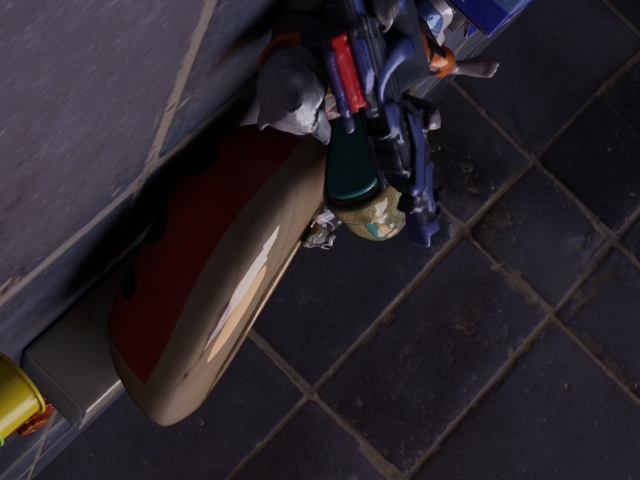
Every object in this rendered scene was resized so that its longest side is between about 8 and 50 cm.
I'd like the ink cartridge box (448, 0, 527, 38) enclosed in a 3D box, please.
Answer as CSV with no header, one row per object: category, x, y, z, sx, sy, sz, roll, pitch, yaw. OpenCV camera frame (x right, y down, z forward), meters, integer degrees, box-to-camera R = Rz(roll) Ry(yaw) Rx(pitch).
ink cartridge box,0.313,-0.459,1.741,0.395,0.151,0.270,-45,178,40

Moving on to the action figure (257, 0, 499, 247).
action figure,0.054,-0.173,1.305,0.179,0.341,0.330,8,-152,39

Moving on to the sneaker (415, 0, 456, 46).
sneaker,0.161,-0.344,2.057,0.081,0.080,0.211,-38,166,-14

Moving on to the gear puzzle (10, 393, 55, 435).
gear puzzle,-0.384,0.240,1.854,0.339,0.044,0.175,-25,167,-33

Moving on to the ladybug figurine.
ladybug figurine,-0.134,0.026,1.543,0.449,0.162,0.305,-59,178,20

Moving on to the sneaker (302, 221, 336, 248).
sneaker,0.000,0.000,1.594,0.032,0.037,0.083,-62,-177,-5

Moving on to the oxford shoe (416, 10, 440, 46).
oxford shoe,0.089,-0.261,1.795,0.271,0.098,0.097,-43,177,-42

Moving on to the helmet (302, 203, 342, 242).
helmet,-0.022,-0.079,2.308,0.162,0.169,0.169,-26,-169,40

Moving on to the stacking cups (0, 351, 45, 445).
stacking cups,-0.461,0.255,1.393,0.316,0.096,0.096,-40,176,-29

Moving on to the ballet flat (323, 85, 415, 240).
ballet flat,0.066,-0.146,1.469,0.123,0.123,0.348,-48,-151,47

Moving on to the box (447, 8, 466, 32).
box,0.333,-0.504,2.131,0.242,0.076,0.307,-47,177,39

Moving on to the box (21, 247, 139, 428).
box,-0.266,0.110,1.748,0.311,0.121,0.148,-44,178,-25
